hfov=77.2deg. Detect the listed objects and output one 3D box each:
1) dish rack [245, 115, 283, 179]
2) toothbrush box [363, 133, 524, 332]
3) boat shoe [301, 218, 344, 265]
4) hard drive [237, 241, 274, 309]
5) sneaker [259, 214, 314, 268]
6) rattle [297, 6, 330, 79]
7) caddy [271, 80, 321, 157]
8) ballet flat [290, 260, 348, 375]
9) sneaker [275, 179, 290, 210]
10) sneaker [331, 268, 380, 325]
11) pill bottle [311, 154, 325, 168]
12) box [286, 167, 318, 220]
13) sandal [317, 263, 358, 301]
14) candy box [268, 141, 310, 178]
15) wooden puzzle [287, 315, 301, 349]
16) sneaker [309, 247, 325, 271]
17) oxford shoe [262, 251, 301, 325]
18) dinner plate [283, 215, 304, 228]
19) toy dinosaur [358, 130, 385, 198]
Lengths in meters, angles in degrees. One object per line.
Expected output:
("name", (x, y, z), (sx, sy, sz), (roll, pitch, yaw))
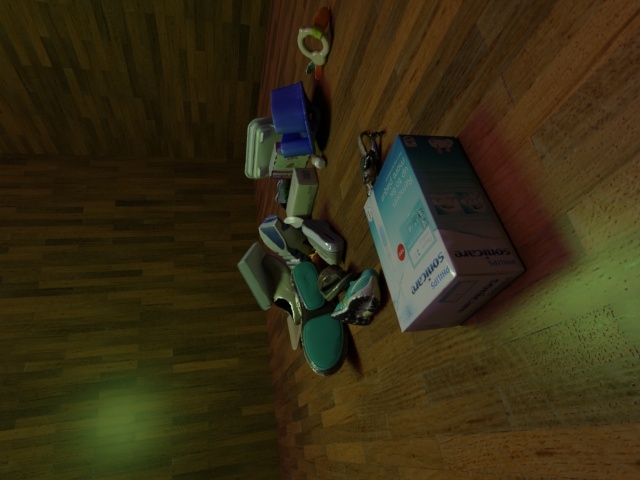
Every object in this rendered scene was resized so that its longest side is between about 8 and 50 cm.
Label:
("dish rack", (-0.222, -0.445, 1.967), (0.072, 0.285, 0.333), (49, 143, 34))
("toothbrush box", (0.198, -0.013, 0.733), (0.216, 0.126, 0.295), (111, 152, -54))
("boat shoe", (0.000, 0.000, 1.487), (0.302, 0.109, 0.094), (-131, 40, -62))
("hard drive", (-0.275, 0.153, 1.858), (0.233, 0.047, 0.353), (62, -174, -11))
("sneaker", (-0.105, -0.014, 1.645), (0.127, 0.315, 0.182), (-1, 49, 40))
("rattle", (-0.009, -0.736, 1.508), (0.199, 0.130, 0.143), (63, -155, -58))
("caddy", (-0.086, -0.485, 1.608), (0.241, 0.179, 0.341), (77, -176, -47))
("ballet flat", (0.000, 0.292, 1.466), (0.182, 0.164, 0.483), (75, 177, -47))
("sneaker", (-0.190, -0.262, 2.240), (0.098, 0.083, 0.223), (56, 155, 20))
("sneaker", (0.111, 0.176, 1.172), (0.275, 0.107, 0.110), (122, 163, -55))
("pill bottle", (-0.006, -0.309, 1.581), (0.083, 0.043, 0.043), (-127, 38, -64))
("box", (-0.086, -0.188, 1.793), (0.275, 0.094, 0.113), (107, 155, -50))
("sandal", (0.032, 0.128, 1.324), (0.086, 0.120, 0.303), (53, 168, -8))
("candy box", (-0.149, -0.370, 1.875), (0.233, 0.159, 0.071), (129, 135, -66))
("wooden puzzle", (-0.120, 0.416, 2.096), (0.221, 0.044, 0.238), (-107, 26, -45))
("sneaker", (-0.015, 0.075, 1.620), (0.064, 0.067, 0.175), (-138, 47, -67))
("oxford shoe", (-0.163, 0.201, 1.757), (0.397, 0.146, 0.140), (44, 150, 34))
("dinner plate", (-0.108, -0.050, 1.828), (0.141, 0.141, 0.017), (106, -171, -48))
("toy dinosaur", (0.133, -0.222, 1.071), (0.118, 0.064, 0.268), (104, 162, -63))
